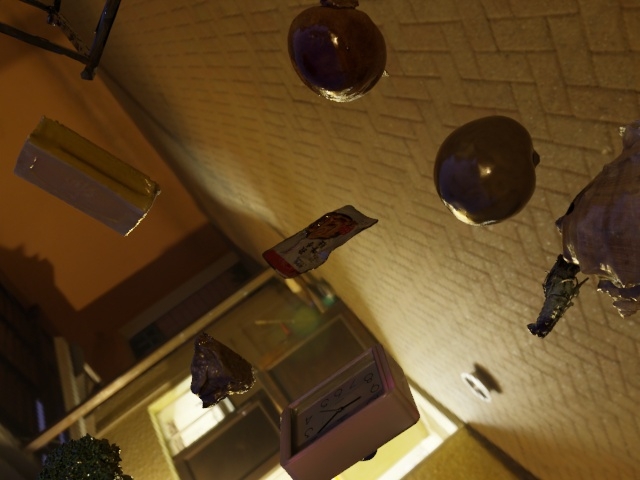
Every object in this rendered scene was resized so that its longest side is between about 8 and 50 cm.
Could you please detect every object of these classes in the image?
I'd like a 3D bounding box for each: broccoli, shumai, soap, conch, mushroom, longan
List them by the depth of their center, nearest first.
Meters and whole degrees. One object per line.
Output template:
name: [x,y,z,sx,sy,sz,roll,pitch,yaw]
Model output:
conch: [0.480,-0.015,0.955,0.324,0.186,0.263,68,-159,-11]
broccoli: [-0.437,0.474,1.148,0.220,0.194,0.194,29,156,33]
soap: [-0.566,-0.147,1.450,0.315,0.091,0.199,34,145,-21]
longan: [0.436,-0.186,1.582,0.297,0.297,0.297,50,167,16]
mushroom: [0.041,-0.522,1.596,0.195,0.263,0.283,-14,-79,-74]
shumai: [-0.315,0.414,1.785,0.184,0.185,0.218,21,159,27]

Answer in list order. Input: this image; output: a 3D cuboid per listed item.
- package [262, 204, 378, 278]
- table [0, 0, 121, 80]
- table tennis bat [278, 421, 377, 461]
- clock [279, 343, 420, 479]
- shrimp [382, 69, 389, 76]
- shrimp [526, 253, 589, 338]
package: [0.000,0.000,1.291,0.154,0.239,0.030,36,157,59]
table: [-0.401,-0.420,0.799,0.222,0.272,0.335,14,-159,-38]
table tennis bat: [0.019,0.560,1.702,0.301,0.022,0.173,2,121,24]
clock: [0.035,0.251,0.862,0.063,0.197,0.150,52,-172,-15]
shrimp: [0.142,-0.549,1.798,0.178,0.034,0.124,38,-173,-38]
shrimp: [0.448,0.103,1.106,0.082,0.174,0.076,28,169,-4]
